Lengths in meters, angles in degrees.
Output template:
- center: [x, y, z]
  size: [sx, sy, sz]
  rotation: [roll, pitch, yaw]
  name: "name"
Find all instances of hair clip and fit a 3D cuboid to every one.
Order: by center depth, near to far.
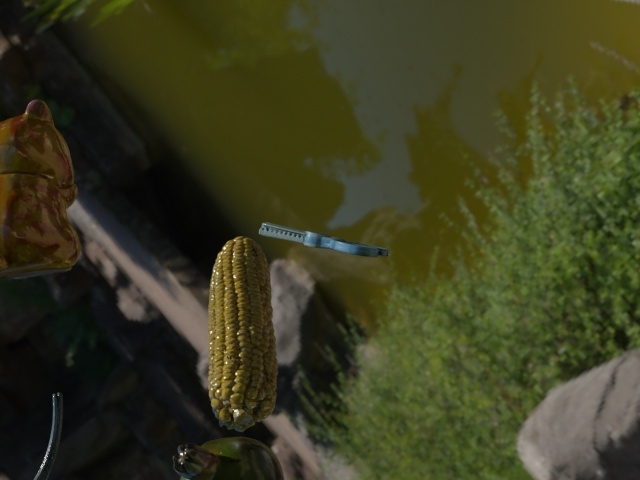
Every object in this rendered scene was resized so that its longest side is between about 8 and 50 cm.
- center: [-0.474, 0.373, 1.849]
  size: [0.070, 0.229, 0.039]
  rotation: [23, 163, -15]
  name: "hair clip"

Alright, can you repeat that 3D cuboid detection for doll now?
- center: [-0.459, -0.061, 1.671]
  size: [0.162, 0.167, 0.269]
  rotation: [50, -147, -62]
  name: "doll"

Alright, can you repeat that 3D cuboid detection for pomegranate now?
- center: [-0.157, 0.384, 1.716]
  size: [0.210, 0.180, 0.180]
  rotation: [41, 172, -35]
  name: "pomegranate"

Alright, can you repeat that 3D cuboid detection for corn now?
- center: [-0.104, 0.116, 1.473]
  size: [0.101, 0.101, 0.291]
  rotation: [71, -167, -48]
  name: "corn"

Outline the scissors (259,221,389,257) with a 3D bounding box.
- center: [0.000, 0.000, 2.058]
  size: [0.256, 0.030, 0.125]
  rotation: [12, -176, 24]
  name: "scissors"
